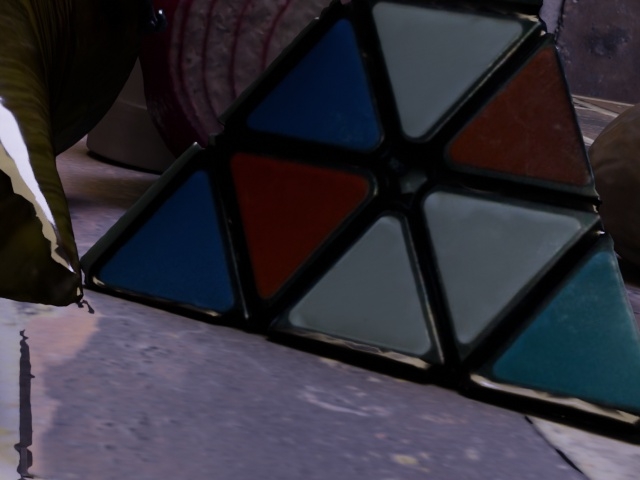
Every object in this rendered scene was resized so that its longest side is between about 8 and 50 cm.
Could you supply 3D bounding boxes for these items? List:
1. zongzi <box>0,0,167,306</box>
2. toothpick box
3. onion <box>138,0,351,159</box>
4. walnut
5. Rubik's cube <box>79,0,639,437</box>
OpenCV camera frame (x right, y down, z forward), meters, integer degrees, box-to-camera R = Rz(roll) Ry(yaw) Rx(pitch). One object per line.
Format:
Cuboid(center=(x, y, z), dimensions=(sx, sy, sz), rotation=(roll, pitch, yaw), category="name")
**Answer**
Cuboid(center=(-0.148, -0.066, 0.793), dimensions=(0.432, 0.207, 0.403), rotation=(32, 11, 29), category="zongzi")
Cuboid(center=(-0.104, -0.143, 1.210), dimensions=(0.111, 0.180, 0.111), rotation=(12, 10, -2), category="toothpick box")
Cuboid(center=(-0.016, -0.114, 1.095), dimensions=(0.206, 0.216, 0.207), rotation=(-5, -2, 1), category="onion")
Cuboid(center=(0.255, -0.035, 1.100), dimensions=(0.140, 0.140, 0.162), rotation=(0, 23, -45), category="walnut")
Cuboid(center=(0.000, 0.000, 0.821), dimensions=(0.234, 0.284, 0.250), rotation=(-12, -14, -4), category="Rubik's cube")
